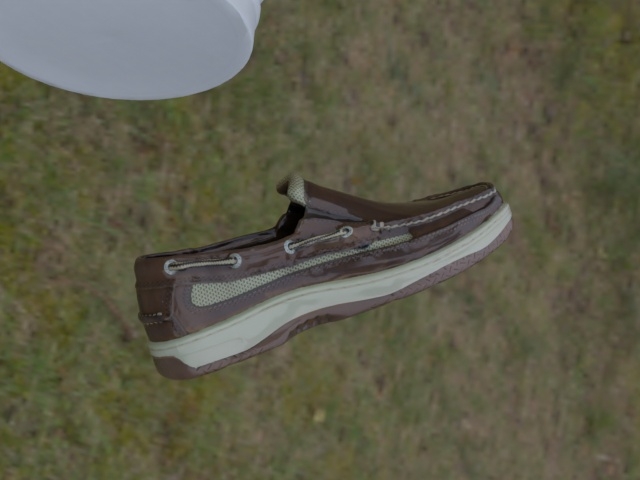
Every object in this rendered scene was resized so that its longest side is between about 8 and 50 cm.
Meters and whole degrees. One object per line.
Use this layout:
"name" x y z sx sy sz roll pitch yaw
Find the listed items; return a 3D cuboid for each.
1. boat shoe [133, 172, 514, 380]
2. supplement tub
"boat shoe" 0.003 0.000 0.968 0.257 0.095 0.095 -22 99 -18
"supplement tub" -0.132 -0.281 1.064 0.228 0.228 0.316 33 54 -49
